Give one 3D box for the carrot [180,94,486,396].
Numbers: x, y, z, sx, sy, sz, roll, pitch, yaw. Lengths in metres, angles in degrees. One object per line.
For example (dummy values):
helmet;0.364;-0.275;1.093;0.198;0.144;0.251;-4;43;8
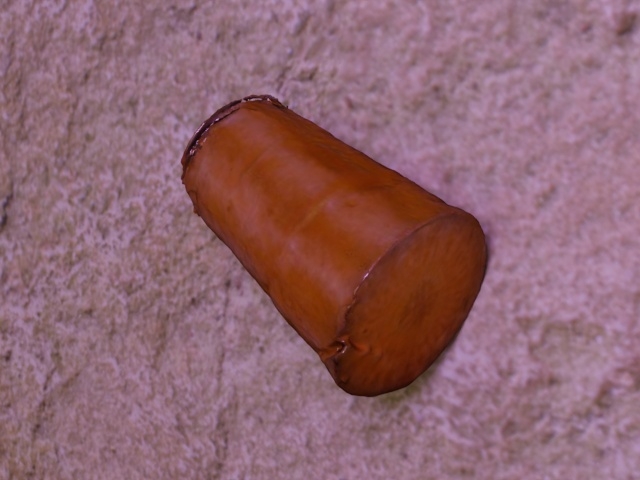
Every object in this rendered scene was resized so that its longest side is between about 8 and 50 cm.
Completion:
carrot;0.000;0.000;1.217;0.254;0.196;0.196;37;112;33
